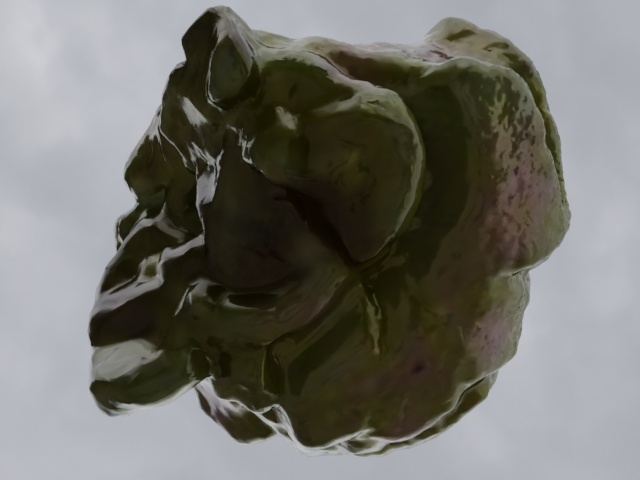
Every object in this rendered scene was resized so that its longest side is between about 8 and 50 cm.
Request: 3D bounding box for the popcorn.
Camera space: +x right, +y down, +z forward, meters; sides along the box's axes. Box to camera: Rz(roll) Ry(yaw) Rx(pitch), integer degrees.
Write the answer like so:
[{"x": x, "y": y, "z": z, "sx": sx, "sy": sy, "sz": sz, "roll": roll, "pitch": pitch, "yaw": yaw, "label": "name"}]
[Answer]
[{"x": 0.002, "y": -0.001, "z": 0.373, "sx": 0.109, "sy": 0.089, "sz": 0.097, "roll": -22, "pitch": -98, "yaw": 16, "label": "popcorn"}]
